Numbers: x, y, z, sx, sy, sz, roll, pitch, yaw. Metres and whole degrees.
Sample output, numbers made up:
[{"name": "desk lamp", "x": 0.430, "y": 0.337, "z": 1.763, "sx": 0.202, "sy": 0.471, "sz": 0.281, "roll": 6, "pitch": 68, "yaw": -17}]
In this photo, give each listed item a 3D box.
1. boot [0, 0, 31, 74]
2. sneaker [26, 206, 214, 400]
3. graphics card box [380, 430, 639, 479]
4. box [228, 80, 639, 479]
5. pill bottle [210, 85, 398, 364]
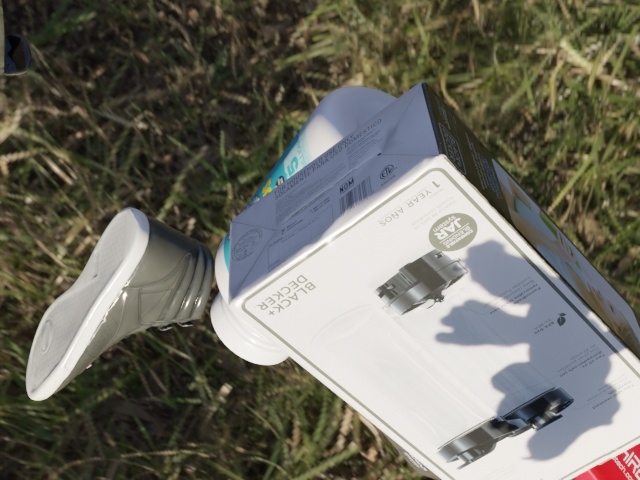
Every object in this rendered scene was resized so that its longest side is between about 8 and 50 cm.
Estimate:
[{"name": "boot", "x": -0.186, "y": -0.125, "z": 0.410, "sx": 0.137, "sy": 0.198, "sz": 0.077, "roll": -5, "pitch": 68, "yaw": -12}, {"name": "sneaker", "x": -0.232, "y": 0.097, "z": 1.311, "sx": 0.296, "sy": 0.146, "sz": 0.105, "roll": -51, "pitch": 41, "yaw": 24}, {"name": "graphics card box", "x": 0.171, "y": 0.173, "z": 1.139, "sx": 0.094, "sy": 0.371, "sz": 0.233, "roll": -49, "pitch": 115, "yaw": -20}, {"name": "box", "x": 0.094, "y": 0.054, "z": 0.736, "sx": 0.169, "sy": 0.290, "sz": 0.087, "roll": -36, "pitch": 31, "yaw": 22}, {"name": "pill bottle", "x": 0.000, "y": 0.000, "z": 0.993, "sx": 0.146, "sy": 0.146, "sz": 0.264, "roll": 53, "pitch": 128, "yaw": 20}]
